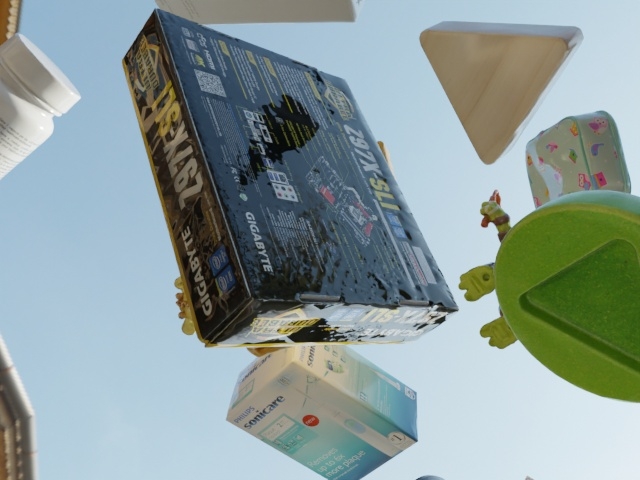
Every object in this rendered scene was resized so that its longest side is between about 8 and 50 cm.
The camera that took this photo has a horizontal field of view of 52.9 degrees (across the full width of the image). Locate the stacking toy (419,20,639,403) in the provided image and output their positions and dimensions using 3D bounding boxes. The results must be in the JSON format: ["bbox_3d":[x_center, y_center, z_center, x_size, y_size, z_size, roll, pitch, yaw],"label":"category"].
[{"bbox_3d":[0.223,-0.047,0.328,0.280,0.130,0.308,-4,-67,50],"label":"stacking toy"}]

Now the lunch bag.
[{"bbox_3d":[0.560,-0.148,1.419,0.108,0.279,0.224,-13,-96,-6],"label":"lunch bag"}]

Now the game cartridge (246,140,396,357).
[{"bbox_3d":[0.000,0.000,1.041,0.285,0.323,0.052,-21,-38,16],"label":"game cartridge"}]

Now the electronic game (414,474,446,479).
[{"bbox_3d":[0.158,0.475,0.971,0.048,0.229,0.229,-4,-58,39],"label":"electronic game"}]

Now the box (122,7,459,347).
[{"bbox_3d":[-0.031,-0.056,0.621,0.257,0.322,0.079,8,-40,-45],"label":"box"}]

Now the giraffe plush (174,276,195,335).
[{"bbox_3d":[-0.254,0.144,1.511,0.171,0.181,0.210,-12,-22,-17],"label":"giraffe plush"}]

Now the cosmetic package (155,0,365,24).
[{"bbox_3d":[-0.117,-0.485,1.055,0.385,0.156,0.217,8,-29,23],"label":"cosmetic package"}]

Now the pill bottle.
[{"bbox_3d":[-0.540,-0.188,1.032,0.283,0.160,0.160,-41,-73,-1],"label":"pill bottle"}]

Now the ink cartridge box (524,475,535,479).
[{"bbox_3d":[0.400,0.503,1.161,0.060,0.180,0.104,38,-100,-22],"label":"ink cartridge box"}]

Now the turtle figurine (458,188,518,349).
[{"bbox_3d":[0.276,0.068,0.896,0.087,0.217,0.269,-10,-80,33],"label":"turtle figurine"}]

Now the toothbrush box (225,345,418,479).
[{"bbox_3d":[0.007,0.315,1.225,0.295,0.126,0.216,37,-60,-16],"label":"toothbrush box"}]
